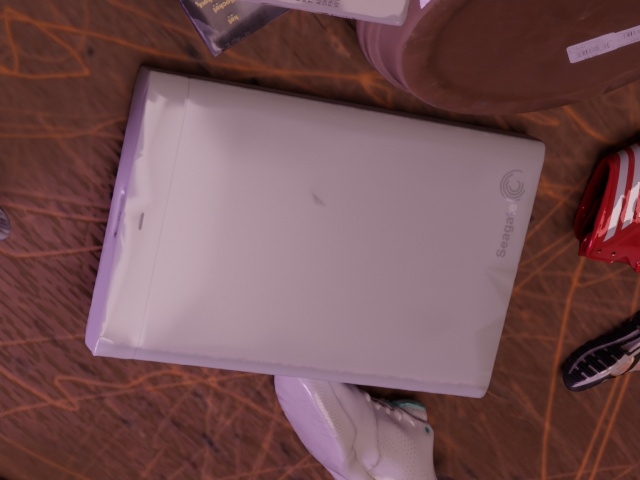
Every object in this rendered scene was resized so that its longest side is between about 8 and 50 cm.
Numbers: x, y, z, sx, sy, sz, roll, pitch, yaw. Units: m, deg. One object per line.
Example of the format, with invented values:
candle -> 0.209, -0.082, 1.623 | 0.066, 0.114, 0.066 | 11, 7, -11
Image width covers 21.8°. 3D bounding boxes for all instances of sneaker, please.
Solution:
sneaker -> 0.042, 0.149, 1.318 | 0.094, 0.080, 0.212 | -42, 123, -15
sneaker -> 0.251, 0.097, 1.367 | 0.109, 0.040, 0.044 | -30, 126, 0
sneaker -> 0.267, 0.016, 1.313 | 0.128, 0.087, 0.221 | -15, 111, 0

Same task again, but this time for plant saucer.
plant saucer -> 0.162, -0.157, 1.100 | 0.278, 0.041, 0.278 | -12, 157, -5

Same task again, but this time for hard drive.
hard drive -> 0.000, 0.000, 1.201 | 0.307, 0.040, 0.203 | 8, 101, -22

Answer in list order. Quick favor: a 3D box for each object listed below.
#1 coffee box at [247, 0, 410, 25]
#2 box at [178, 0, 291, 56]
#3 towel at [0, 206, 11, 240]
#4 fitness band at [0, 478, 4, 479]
coffee box -> -0.074, -0.200, 0.916 | 0.246, 0.141, 0.098 | 8, 111, -13
box -> -0.002, -0.296, 1.011 | 0.307, 0.076, 0.242 | -32, 115, 2
towel -> -0.347, 0.028, 1.042 | 0.285, 0.209, 0.034 | -23, 82, 4
fitness band -> -0.306, 0.308, 1.301 | 0.209, 0.054, 0.291 | 7, 115, -19
